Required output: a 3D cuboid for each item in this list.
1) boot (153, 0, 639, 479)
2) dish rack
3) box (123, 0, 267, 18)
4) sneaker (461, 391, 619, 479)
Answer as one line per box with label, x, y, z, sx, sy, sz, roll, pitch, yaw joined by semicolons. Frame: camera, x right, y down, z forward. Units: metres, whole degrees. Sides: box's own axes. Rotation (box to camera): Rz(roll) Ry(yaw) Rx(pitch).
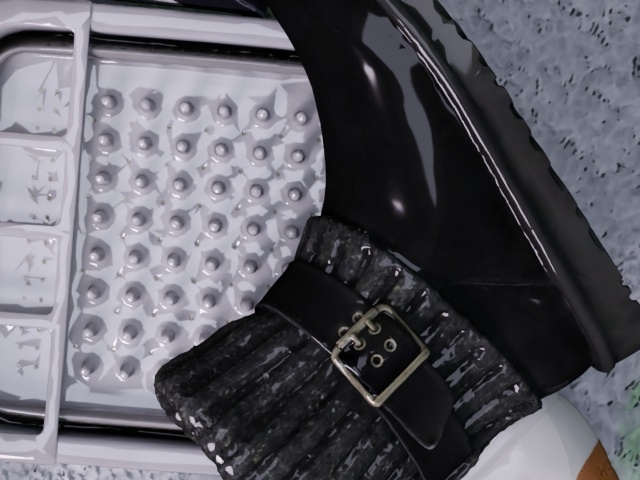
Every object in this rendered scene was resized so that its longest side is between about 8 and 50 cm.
boot;0.001;0.001;0.932;0.260;0.131;0.348;-34;94;0
dish rack;-0.077;0.002;1.029;0.332;0.072;0.286;5;92;-1
box;-0.107;-0.226;0.996;0.156;0.093;0.158;6;92;9
sneaker;0.070;0.219;1.023;0.290;0.106;0.123;-43;90;-1
